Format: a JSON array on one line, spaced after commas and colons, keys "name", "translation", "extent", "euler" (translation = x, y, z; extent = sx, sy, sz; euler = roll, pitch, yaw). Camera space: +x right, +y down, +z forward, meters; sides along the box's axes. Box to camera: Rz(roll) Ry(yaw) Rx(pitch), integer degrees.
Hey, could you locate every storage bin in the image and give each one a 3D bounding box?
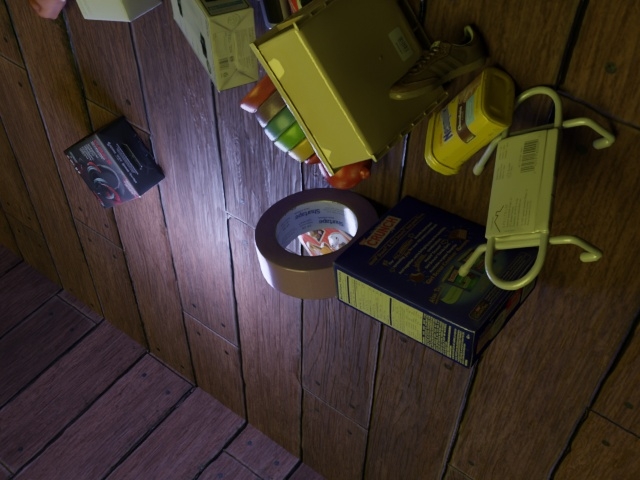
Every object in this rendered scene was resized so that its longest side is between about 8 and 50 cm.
[{"name": "storage bin", "translation": [0.065, -0.297, 1.365], "extent": [0.123, 0.260, 0.262], "euler": [-9, 119, 53]}]

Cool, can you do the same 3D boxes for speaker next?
[{"name": "speaker", "translation": [-0.091, -0.467, 1.492], "extent": [0.055, 0.055, 0.136], "euler": [24, 147, 30]}]

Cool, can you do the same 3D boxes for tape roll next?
[{"name": "tape roll", "translation": [-0.004, 0.002, 1.759], "extent": [0.275, 0.275, 0.090], "euler": [23, 140, 31]}]

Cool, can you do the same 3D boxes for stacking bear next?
[{"name": "stacking bear", "translation": [-0.010, -0.228, 1.636], "extent": [0.289, 0.164, 0.175], "euler": [46, 148, -8]}]

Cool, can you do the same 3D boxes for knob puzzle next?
[{"name": "knob puzzle", "translation": [0.000, 0.000, 1.981], "extent": [0.213, 0.030, 0.213], "euler": [30, 144, 24]}]

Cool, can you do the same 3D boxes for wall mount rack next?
[{"name": "wall mount rack", "translation": [0.330, -0.068, 1.343], "extent": [0.130, 0.350, 0.304], "euler": [24, 160, -36]}]

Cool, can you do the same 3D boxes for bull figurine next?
[{"name": "bull figurine", "translation": [-0.661, -0.649, 1.947], "extent": [0.310, 0.101, 0.188], "euler": [-18, 109, 55]}]

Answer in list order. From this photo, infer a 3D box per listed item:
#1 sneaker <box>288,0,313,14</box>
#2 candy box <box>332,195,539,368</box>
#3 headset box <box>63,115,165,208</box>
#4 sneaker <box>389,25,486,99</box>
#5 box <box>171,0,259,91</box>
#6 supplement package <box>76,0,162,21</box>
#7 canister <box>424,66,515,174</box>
[{"name": "sneaker", "translation": [0.022, -0.375, 1.507], "extent": [0.118, 0.107, 0.279], "euler": [27, 147, 61]}, {"name": "candy box", "translation": [0.227, 0.070, 1.581], "extent": [0.317, 0.268, 0.122], "euler": [27, 139, 28]}, {"name": "headset box", "translation": [-0.598, -0.225, 2.331], "extent": [0.293, 0.110, 0.218], "euler": [-9, 119, 52]}, {"name": "sneaker", "translation": [0.185, -0.292, 1.315], "extent": [0.066, 0.188, 0.071], "euler": [22, 136, 61]}, {"name": "box", "translation": [-0.217, -0.446, 1.567], "extent": [0.169, 0.087, 0.290], "euler": [88, 156, -46]}, {"name": "supplement package", "translation": [-0.468, -0.568, 1.813], "extent": [0.179, 0.105, 0.105], "euler": [16, 136, 39]}, {"name": "canister", "translation": [0.257, -0.206, 1.379], "extent": [0.073, 0.126, 0.170], "euler": [21, 150, -17]}]
